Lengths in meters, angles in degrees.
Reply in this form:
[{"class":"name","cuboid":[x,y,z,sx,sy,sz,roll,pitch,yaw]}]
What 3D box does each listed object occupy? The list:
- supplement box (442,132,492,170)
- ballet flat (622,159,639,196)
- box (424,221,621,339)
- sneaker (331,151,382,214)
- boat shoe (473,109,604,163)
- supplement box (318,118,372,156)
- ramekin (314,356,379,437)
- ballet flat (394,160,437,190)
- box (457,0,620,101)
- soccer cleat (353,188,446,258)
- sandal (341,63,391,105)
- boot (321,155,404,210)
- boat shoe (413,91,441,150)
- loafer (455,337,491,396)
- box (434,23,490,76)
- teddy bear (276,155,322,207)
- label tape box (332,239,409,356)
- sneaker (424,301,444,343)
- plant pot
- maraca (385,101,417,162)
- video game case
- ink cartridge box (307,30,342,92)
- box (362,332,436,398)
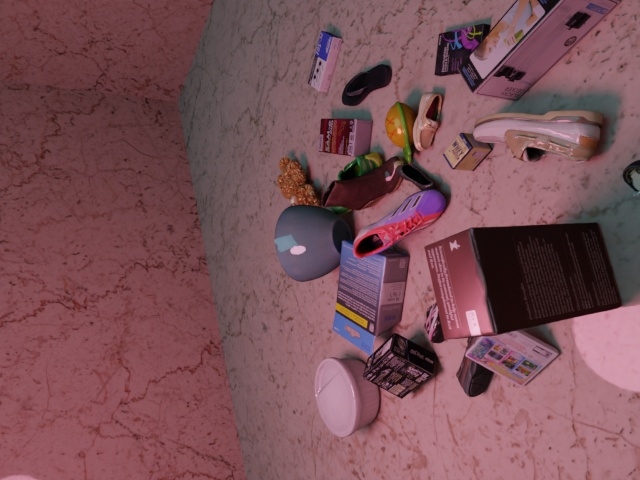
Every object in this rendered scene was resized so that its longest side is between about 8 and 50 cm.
[{"class":"supplement box","cuboid":[0.386,-0.232,1.272,0.083,0.083,0.056,-56,46,44]},{"class":"ballet flat","cuboid":[0.635,-0.072,0.889,0.074,0.074,0.203,-59,44,41]},{"class":"box","cuboid":[0.408,0.075,0.967,0.143,0.382,0.191,-27,68,56]},{"class":"sneaker","cuboid":[0.100,-0.205,1.701,0.295,0.124,0.109,-56,47,45]},{"class":"boat shoe","cuboid":[0.473,-0.231,1.104,0.302,0.113,0.103,15,99,56]},{"class":"supplement box","cuboid":[0.085,-0.377,1.766,0.239,0.073,0.130,23,111,57]},{"class":"ramekin","cuboid":[0.099,0.549,1.738,0.273,0.127,0.272,7,98,58]},{"class":"ballet flat","cuboid":[0.285,-0.197,1.452,0.173,0.057,0.049,44,163,36]},{"class":"box","cuboid":[0.465,-0.443,1.058,0.290,0.169,0.087,-47,55,47]},{"class":"soccer cleat","cuboid":[0.229,-0.040,1.429,0.318,0.116,0.108,-31,101,31]},{"class":"sandal","cuboid":[0.144,-0.544,1.677,0.254,0.055,0.097,-15,78,58]},{"class":"boot","cuboid":[0.137,-0.181,1.562,0.248,0.207,0.090,-54,48,45]},{"class":"boat shoe","cuboid":[0.313,-0.344,1.405,0.059,0.063,0.170,26,113,62]},{"class":"loafer","cuboid":[0.408,0.279,1.260,0.084,0.096,0.267,-133,47,-56]},{"class":"box","cuboid":[0.381,-0.515,1.319,0.162,0.029,0.116,20,108,58]},{"class":"teddy bear","cuboid":[-0.116,-0.221,2.066,0.245,0.113,0.338,-59,44,44]},{"class":"label tape box","cuboid":[0.162,0.184,1.636,0.241,0.106,0.333,24,112,55]},{"class":"sneaker","cuboid":[0.338,0.203,1.391,0.077,0.072,0.178,55,131,57]},{"class":"plant pot","cuboid":[0.000,0.000,1.766,0.195,0.290,0.290,-8,84,36]},{"class":"maraca","cuboid":[0.252,-0.329,1.474,0.127,0.099,0.185,-64,-39,-79]},{"class":"video game case","cuboid":[0.452,0.269,1.156,0.157,0.019,0.143,29,127,4]},{"class":"ink cartridge box","cuboid":[0.015,-0.696,1.889,0.097,0.046,0.207,50,131,44]},{"class":"box","cuboid":[0.238,0.383,1.473,0.180,0.147,0.077,-58,4,43]}]
